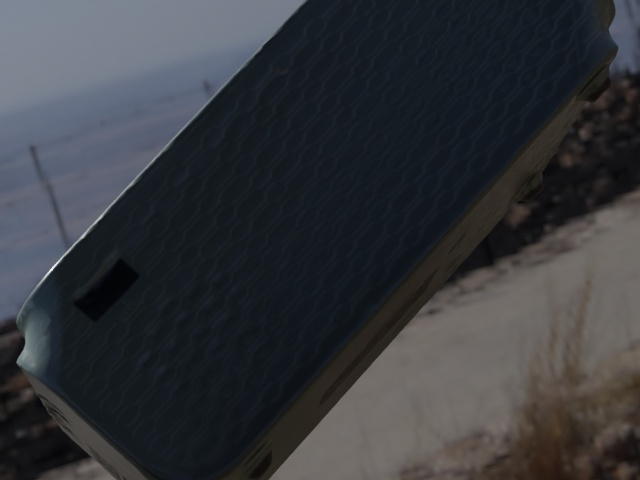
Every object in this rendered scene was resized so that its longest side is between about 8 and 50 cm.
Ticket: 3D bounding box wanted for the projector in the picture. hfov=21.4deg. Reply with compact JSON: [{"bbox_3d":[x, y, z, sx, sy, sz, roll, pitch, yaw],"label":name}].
[{"bbox_3d":[0.000,0.000,0.696,0.250,0.108,0.198,-49,-7,-14],"label":"projector"}]
